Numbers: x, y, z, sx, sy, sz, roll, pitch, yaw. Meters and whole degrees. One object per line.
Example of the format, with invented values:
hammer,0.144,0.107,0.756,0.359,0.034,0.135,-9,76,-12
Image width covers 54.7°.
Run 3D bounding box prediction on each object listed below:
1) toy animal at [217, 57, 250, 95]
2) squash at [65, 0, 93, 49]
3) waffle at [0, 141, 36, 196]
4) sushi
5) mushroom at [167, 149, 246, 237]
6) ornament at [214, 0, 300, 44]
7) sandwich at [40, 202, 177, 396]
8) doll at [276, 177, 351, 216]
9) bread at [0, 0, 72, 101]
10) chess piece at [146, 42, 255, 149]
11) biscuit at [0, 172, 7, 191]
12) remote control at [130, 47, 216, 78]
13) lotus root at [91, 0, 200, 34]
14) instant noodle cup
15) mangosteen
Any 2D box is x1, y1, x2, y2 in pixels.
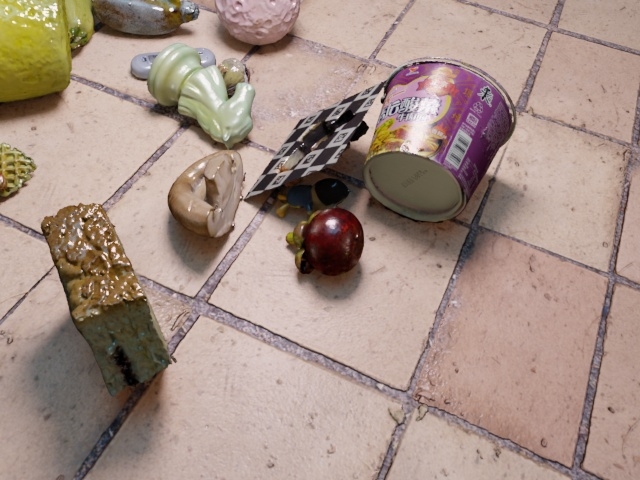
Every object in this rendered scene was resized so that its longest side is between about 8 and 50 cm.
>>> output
toy animal,-0.252,-0.439,1.729,0.098,0.137,0.098,29,14,-8
squash,-0.727,-0.656,1.847,0.137,0.137,0.287,-14,68,-16
waffle,-0.778,-0.165,1.469,0.183,0.036,0.169,30,57,16
sushi,0.008,-0.222,1.502,0.320,0.069,0.339,-16,34,43
mushroom,-0.273,-0.106,1.411,0.151,0.156,0.286,0,38,10
ornament,-0.189,-0.702,1.839,0.259,0.225,0.259,6,29,-3
sandwich,-0.378,0.125,1.131,0.131,0.262,0.325,-25,57,-17
doll,-0.013,-0.099,1.469,0.179,0.089,0.102,-12,49,15
bread,-0.797,-0.524,1.577,0.307,0.348,0.348,-10,53,-21
chess piece,-0.291,-0.376,1.621,0.298,0.176,0.176,36,56,12
biscuit,-0.809,-0.112,1.386,0.197,0.049,0.301,-4,61,-8
remote control,-0.422,-0.514,1.783,0.244,0.047,0.087,-12,50,-17
lotus root,-0.522,-0.694,1.864,0.322,0.140,0.158,11,68,-4
instant noodle cup,0.258,-0.214,1.457,0.340,0.340,0.266,21,63,11
mangosteen,0.004,-0.005,1.347,0.181,0.146,0.156,22,55,12
